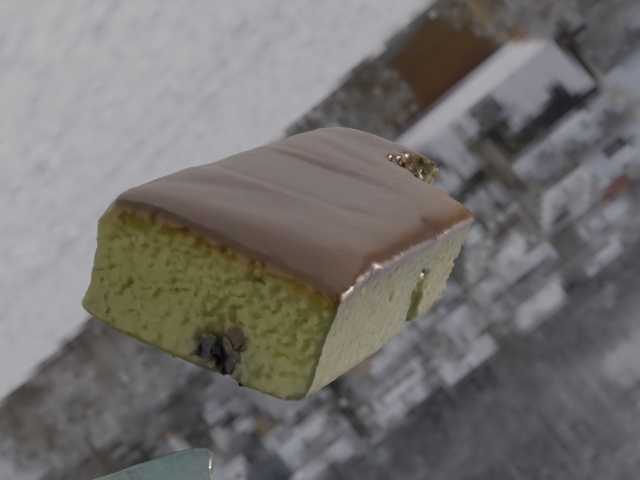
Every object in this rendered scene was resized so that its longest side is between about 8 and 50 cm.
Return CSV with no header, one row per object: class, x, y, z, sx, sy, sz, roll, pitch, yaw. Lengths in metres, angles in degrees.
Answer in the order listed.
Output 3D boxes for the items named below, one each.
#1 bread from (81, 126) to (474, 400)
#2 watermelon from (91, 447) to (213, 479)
bread,0.000,0.000,0.702,0.226,0.088,0.049,-25,133,-68
watermelon,-0.098,0.217,0.483,0.260,0.256,0.176,-21,-169,-21
